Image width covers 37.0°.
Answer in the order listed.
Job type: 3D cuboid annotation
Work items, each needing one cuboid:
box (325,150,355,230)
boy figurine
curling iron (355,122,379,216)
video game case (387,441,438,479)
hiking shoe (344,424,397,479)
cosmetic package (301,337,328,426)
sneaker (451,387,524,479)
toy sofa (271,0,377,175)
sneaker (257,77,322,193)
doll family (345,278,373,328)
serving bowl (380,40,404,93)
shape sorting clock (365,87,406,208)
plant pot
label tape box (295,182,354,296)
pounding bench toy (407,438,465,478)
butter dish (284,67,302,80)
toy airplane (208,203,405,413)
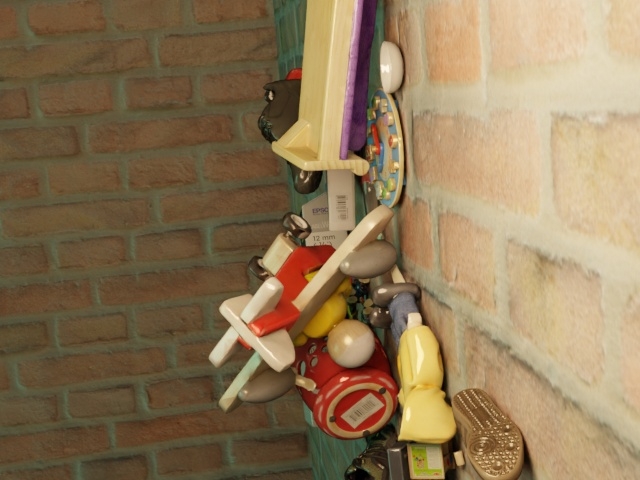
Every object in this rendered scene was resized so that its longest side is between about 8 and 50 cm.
[{"bbox_3d":[0.036,-0.194,1.950,0.322,0.059,0.232,-95,2,-61],"label":"box"},{"bbox_3d":[0.140,0.201,1.458,0.285,0.092,0.177,-98,9,-46],"label":"boy figurine"},{"bbox_3d":[0.094,-0.102,1.801,0.068,0.035,0.273,91,172,-67],"label":"curling iron"},{"bbox_3d":[0.153,0.435,1.459,0.196,0.026,0.274,-1,-96,-70],"label":"video game case"},{"bbox_3d":[0.099,0.429,1.858,0.227,0.114,0.086,-114,20,-68],"label":"hiking shoe"},{"bbox_3d":[0.037,0.307,2.115,0.151,0.151,0.183,144,119,-82],"label":"cosmetic package"},{"bbox_3d":[0.205,0.246,1.133,0.188,0.066,0.071,-99,-11,-69],"label":"sneaker"},{"bbox_3d":[0.037,-0.296,1.537,0.150,0.177,0.362,-144,55,-59],"label":"toy sofa"},{"bbox_3d":[-0.057,-0.204,1.865,0.109,0.130,0.286,92,175,-51],"label":"sneaker"},{"bbox_3d":[0.070,0.123,2.047,0.111,0.076,0.192,86,179,-52],"label":"doll family"},{"bbox_3d":[0.115,-0.274,1.512,0.083,0.027,0.083,175,90,-83],"label":"serving bowl"},{"bbox_3d":[0.107,-0.157,1.630,0.206,0.040,0.206,174,90,-83],"label":"shape sorting clock"},{"bbox_3d":[0.050,0.272,1.843,0.174,0.191,0.191,-117,21,-57],"label":"plant pot"},{"bbox_3d":[0.000,0.000,2.332,0.249,0.115,0.347,113,149,-76],"label":"label tape box"},{"bbox_3d":[0.179,0.316,1.402,0.065,0.083,0.052,-7,-90,-65],"label":"pounding bench toy"},{"bbox_3d":[-0.025,-0.358,2.218,0.160,0.160,0.118,177,110,-82],"label":"butter dish"},{"bbox_3d":[-0.023,0.132,1.663,0.384,0.272,0.386,-54,4,-22],"label":"toy airplane"}]
